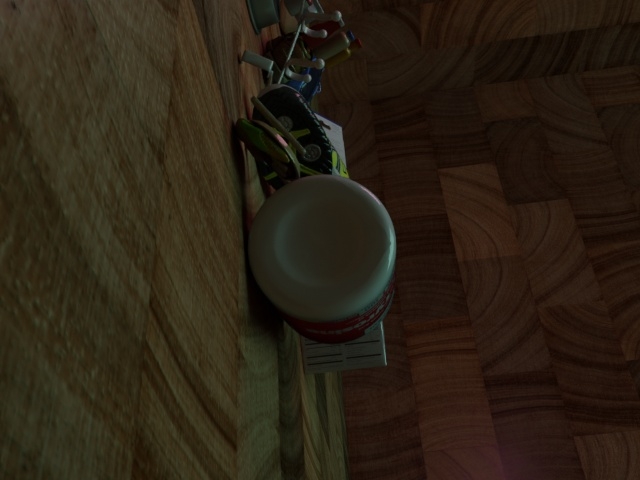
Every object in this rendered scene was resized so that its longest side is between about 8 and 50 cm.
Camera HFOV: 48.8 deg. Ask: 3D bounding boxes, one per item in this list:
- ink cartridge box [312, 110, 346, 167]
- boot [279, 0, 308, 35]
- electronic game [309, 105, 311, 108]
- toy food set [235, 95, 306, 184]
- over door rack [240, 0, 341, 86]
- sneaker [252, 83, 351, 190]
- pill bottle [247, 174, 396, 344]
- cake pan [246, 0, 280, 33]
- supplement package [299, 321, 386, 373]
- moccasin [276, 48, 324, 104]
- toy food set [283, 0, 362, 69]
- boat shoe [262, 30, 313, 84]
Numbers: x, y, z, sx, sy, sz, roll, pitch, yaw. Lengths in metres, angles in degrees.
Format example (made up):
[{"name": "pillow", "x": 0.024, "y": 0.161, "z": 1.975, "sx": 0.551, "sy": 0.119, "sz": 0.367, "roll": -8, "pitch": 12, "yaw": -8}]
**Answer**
[{"name": "ink cartridge box", "x": -0.003, "y": -0.209, "z": 2.043, "sx": 0.176, "sy": 0.069, "sz": 0.371, "roll": 21, "pitch": 53, "yaw": -36}, {"name": "boot", "x": -0.090, "y": -0.732, "z": 2.287, "sx": 0.211, "sy": 0.104, "sz": 0.295, "roll": -101, "pitch": -174, "yaw": -45}, {"name": "electronic game", "x": -0.050, "y": -0.389, "z": 2.546, "sx": 0.229, "sy": 0.048, "sz": 0.229, "roll": 174, "pitch": -90, "yaw": -85}, {"name": "toy food set", "x": -0.085, "y": -0.138, "z": 1.110, "sx": 0.132, "sy": 0.038, "sz": 0.192, "roll": 46, "pitch": -14, "yaw": 5}, {"name": "over door rack", "x": -0.046, "y": -0.378, "z": 1.389, "sx": 0.324, "sy": 0.108, "sz": 0.239, "roll": 66, "pitch": 42, "yaw": -79}, {"name": "sneaker", "x": -0.036, "y": -0.159, "z": 1.396, "sx": 0.384, "sy": 0.145, "sz": 0.147, "roll": 62, "pitch": 9, "yaw": -45}, {"name": "pill bottle", "x": 0.017, "y": 0.058, "z": 1.239, "sx": 0.407, "sy": 0.229, "sz": 0.229, "roll": 71, "pitch": 12, "yaw": -73}, {"name": "cake pan", "x": -0.134, "y": -0.600, "z": 1.526, "sx": 0.293, "sy": 0.054, "sz": 0.293, "roll": -7, "pitch": 90, "yaw": -86}, {"name": "supplement package", "x": 0.061, "y": 0.240, "z": 1.818, "sx": 0.262, "sy": 0.204, "sz": 0.145, "roll": -14, "pitch": 97, "yaw": -86}, {"name": "moccasin", "x": -0.066, "y": -0.446, "z": 1.964, "sx": 0.342, "sy": 0.138, "sz": 0.117, "roll": -67, "pitch": 158, "yaw": -54}, {"name": "toy food set", "x": 0.003, "y": -0.505, "z": 1.616, "sx": 0.232, "sy": 0.104, "sz": 0.111, "roll": 57, "pitch": 15, "yaw": -27}, {"name": "boat shoe", "x": -0.064, "y": -0.447, "z": 1.708, "sx": 0.111, "sy": 0.104, "sz": 0.307, "roll": 55, "pitch": 13, "yaw": -22}]
